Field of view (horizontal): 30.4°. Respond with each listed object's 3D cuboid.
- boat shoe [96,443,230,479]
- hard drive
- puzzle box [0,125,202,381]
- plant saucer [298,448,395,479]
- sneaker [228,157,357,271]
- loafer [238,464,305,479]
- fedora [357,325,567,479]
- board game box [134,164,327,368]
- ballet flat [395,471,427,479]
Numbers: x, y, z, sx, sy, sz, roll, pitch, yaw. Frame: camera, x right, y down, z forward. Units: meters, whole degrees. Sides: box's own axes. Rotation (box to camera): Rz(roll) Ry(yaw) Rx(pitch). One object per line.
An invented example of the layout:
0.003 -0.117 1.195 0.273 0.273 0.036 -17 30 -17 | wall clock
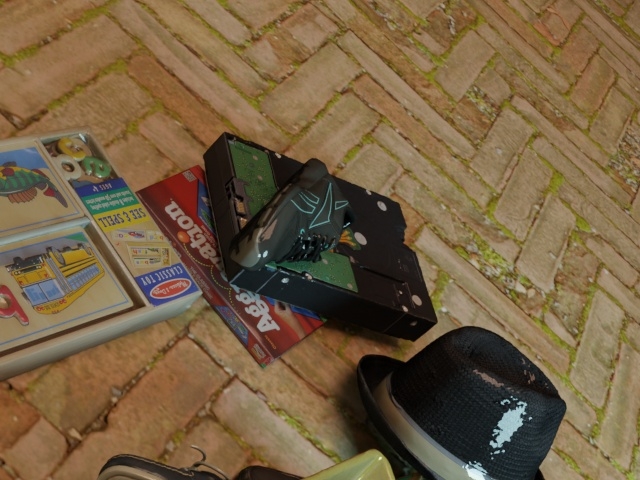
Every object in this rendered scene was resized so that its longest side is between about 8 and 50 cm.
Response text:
-0.124 0.279 1.237 0.254 0.095 0.079 30 37 -26 | boat shoe
0.000 0.000 1.643 0.339 0.064 0.237 20 40 -37 | hard drive
-0.345 0.012 1.315 0.272 0.052 0.409 55 35 11 | puzzle box
0.015 0.406 1.188 0.332 0.081 0.333 -4 72 -61 | plant saucer
-0.024 -0.020 1.484 0.106 0.101 0.267 47 32 -4 | sneaker
-0.016 0.297 1.363 0.170 0.061 0.062 27 39 -24 | loafer
0.213 0.218 1.543 0.334 0.152 0.334 34 19 -13 | fedora
-0.120 0.029 1.558 0.281 0.027 0.145 50 35 6 | board game box
0.184 0.374 1.487 0.232 0.073 0.080 37 36 -13 | ballet flat
